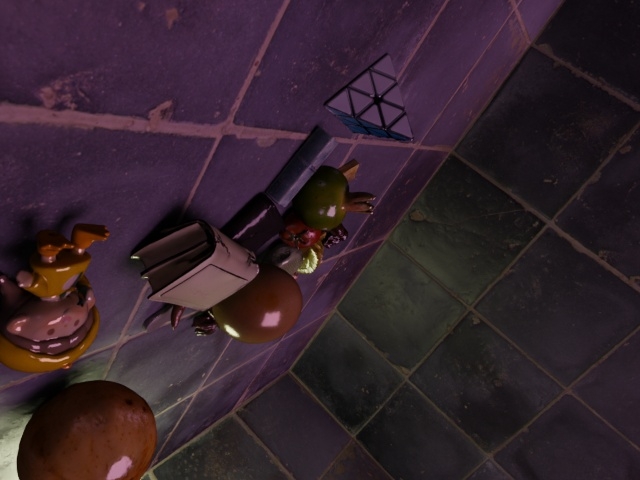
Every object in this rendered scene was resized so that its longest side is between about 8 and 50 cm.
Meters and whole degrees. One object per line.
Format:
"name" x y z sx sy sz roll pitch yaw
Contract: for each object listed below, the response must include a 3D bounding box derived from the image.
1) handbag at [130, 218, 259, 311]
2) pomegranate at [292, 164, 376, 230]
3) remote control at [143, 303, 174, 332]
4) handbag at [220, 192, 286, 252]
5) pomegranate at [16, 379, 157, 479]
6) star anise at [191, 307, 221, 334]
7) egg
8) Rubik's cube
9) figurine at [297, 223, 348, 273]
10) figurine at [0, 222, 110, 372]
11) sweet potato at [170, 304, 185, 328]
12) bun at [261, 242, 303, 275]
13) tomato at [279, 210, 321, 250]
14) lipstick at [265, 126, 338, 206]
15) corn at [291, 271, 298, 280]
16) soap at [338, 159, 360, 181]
"handbag" -0.344 0.073 1.347 0.236 0.160 0.358 -27 163 3
"pomegranate" 0.045 -0.144 1.661 0.236 0.301 0.236 14 90 -70
"remote control" -0.502 0.233 1.594 0.245 0.022 0.077 -37 158 -33
"handbag" -0.228 -0.030 1.593 0.223 0.080 0.247 -45 162 -9
"pomegranate" -0.679 0.632 1.367 0.410 0.410 0.410 -43 162 -17
"star anise" -0.414 0.293 1.840 0.236 0.093 0.229 -40 156 -37
"egg" -0.227 0.234 1.728 0.373 0.301 0.301 11 122 -46
"Rubik's cube" 0.168 -0.444 1.553 0.228 0.233 0.228 -17 -143 19
"figurine" -0.003 -0.003 2.140 0.315 0.168 0.187 -45 154 -42
"figurine" -0.556 0.123 0.970 0.215 0.187 0.344 -3 127 -55
"sweet potato" -0.434 0.181 1.569 0.255 0.058 0.078 -50 121 -28
"bun" -0.170 0.088 1.950 0.221 0.108 0.221 -34 163 -12
"tomato" -0.075 -0.048 1.826 0.167 0.167 0.167 -43 162 -17
"lipstick" -0.064 -0.241 1.538 0.290 0.077 0.076 -49 164 6
"corn" -0.193 0.234 2.244 0.253 0.086 0.086 -56 161 24
"soap" 0.065 -0.248 1.910 0.252 0.037 0.092 -36 158 -34
